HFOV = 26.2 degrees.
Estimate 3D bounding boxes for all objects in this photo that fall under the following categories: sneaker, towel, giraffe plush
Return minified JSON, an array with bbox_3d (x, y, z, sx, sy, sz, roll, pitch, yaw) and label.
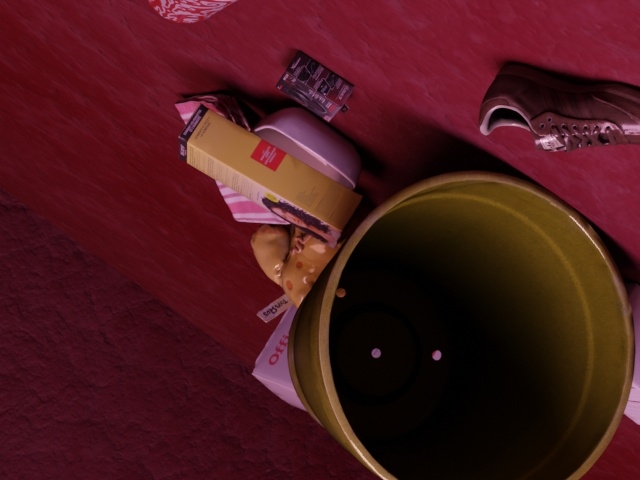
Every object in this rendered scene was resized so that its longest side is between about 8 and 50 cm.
[{"bbox_3d":[0.231,-0.105,1.256,0.188,0.071,0.066,19,160,37],"label":"sneaker"},{"bbox_3d":[-0.119,-0.105,1.842,0.144,0.029,0.197,4,124,59],"label":"towel"},{"bbox_3d":[0.000,0.000,1.874,0.181,0.210,0.170,30,136,4],"label":"giraffe plush"}]

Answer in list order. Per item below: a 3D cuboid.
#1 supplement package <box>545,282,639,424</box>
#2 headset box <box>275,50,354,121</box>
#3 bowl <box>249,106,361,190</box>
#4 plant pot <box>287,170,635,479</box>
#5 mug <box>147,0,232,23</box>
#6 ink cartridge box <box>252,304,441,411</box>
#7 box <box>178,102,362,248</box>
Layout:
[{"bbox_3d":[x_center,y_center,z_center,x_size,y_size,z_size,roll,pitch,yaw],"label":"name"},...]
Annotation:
[{"bbox_3d":[0.384,0.141,1.666,0.179,0.105,0.105,38,163,-22],"label":"supplement package"},{"bbox_3d":[-0.004,-0.171,1.554,0.083,0.032,0.062,34,164,-6],"label":"headset box"},{"bbox_3d":[-0.017,-0.114,1.715,0.142,0.053,0.142,34,165,-13],"label":"bowl"},{"bbox_3d":[0.118,0.127,1.625,0.366,0.366,0.353,34,164,-12],"label":"plant pot"},{"bbox_3d":[-0.114,-0.287,1.325,0.113,0.150,0.169,-3,178,-17],"label":"mug"},{"bbox_3d":[0.080,0.177,2.114,0.306,0.226,0.131,16,157,46],"label":"ink cartridge box"},{"bbox_3d":[-0.064,-0.079,1.706,0.232,0.058,0.087,31,164,4],"label":"box"}]
